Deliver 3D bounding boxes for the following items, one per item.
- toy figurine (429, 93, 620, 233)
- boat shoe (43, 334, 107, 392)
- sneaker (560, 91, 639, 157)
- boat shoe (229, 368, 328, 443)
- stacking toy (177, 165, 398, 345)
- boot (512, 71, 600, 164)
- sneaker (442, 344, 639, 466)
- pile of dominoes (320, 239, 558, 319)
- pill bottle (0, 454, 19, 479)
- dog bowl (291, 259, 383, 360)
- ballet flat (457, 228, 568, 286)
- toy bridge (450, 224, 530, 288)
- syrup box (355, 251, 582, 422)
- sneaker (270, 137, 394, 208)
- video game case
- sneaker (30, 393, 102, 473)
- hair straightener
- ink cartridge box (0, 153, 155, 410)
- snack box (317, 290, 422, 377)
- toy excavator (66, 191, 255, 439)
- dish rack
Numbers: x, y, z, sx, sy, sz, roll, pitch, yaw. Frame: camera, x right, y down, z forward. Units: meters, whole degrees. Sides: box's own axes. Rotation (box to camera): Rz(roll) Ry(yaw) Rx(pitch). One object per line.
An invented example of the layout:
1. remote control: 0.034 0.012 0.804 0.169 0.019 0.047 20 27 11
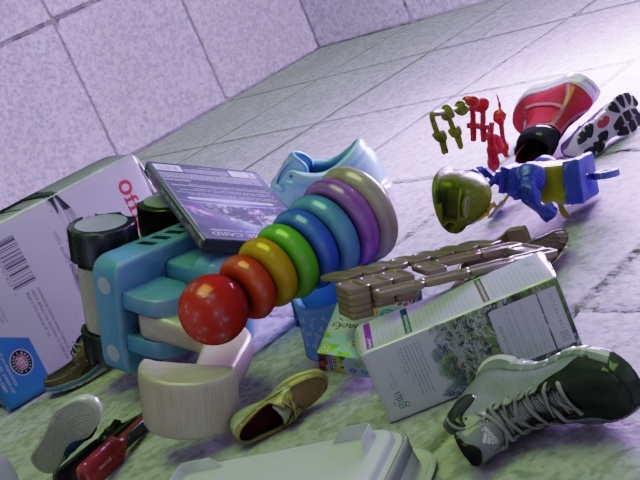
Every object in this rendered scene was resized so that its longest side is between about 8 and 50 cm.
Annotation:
1. toy figurine: 0.310 -0.113 1.689 0.217 0.191 0.362 2 8 23
2. boat shoe: -0.376 0.185 1.946 0.183 0.066 0.066 -28 16 -14
3. sneaker: 0.459 -0.190 1.960 0.170 0.068 0.071 -32 12 -23
4. boat shoe: -0.047 0.206 1.444 0.135 0.050 0.045 -34 19 0
5. stacking toy: -0.054 0.029 1.556 0.330 0.141 0.141 -32 18 -34
6. boot: 0.365 -0.187 2.060 0.176 0.088 0.244 -52 7 -15
7. sneaker: 0.201 0.173 1.148 0.132 0.086 0.228 -38 10 -28
8. pile of dominoes: 0.141 0.047 1.473 0.251 0.040 0.196 -12 9 -16
9. pill bottle: -0.481 0.340 1.521 0.180 0.108 0.108 -21 16 10
10. dog bowl: 0.033 0.076 1.696 0.165 0.074 0.297 -24 16 -1
11. ballet flat: 0.238 0.053 1.526 0.249 0.058 0.084 -29 -10 -36
12. toy bridge: 0.227 0.031 1.646 0.063 0.026 0.188 -11 19 39
13. syrup box: 0.165 0.109 1.356 0.236 0.093 0.096 -22 17 6
14. sneaker: -0.054 -0.090 2.220 0.365 0.150 0.135 -22 15 9
15. video game case: -0.137 -0.049 1.822 0.196 0.026 0.274 4 26 -29
16. sneaker: -0.321 0.237 1.568 0.152 0.058 0.084 -53 3 31
17. hair straightener: -0.291 0.268 1.587 0.089 0.047 0.230 -16 17 26
18. ink cartridge box: -0.447 0.062 2.048 0.394 0.286 0.166 -31 16 -24
19. snack box: 0.064 0.108 1.489 0.100 0.037 0.141 6 43 18
20. toy excavator: -0.190 0.105 1.698 0.445 0.222 0.433 12 25 37
21. dish rack: -0.069 0.284 1.181 0.332 0.072 0.285 -17 18 27
